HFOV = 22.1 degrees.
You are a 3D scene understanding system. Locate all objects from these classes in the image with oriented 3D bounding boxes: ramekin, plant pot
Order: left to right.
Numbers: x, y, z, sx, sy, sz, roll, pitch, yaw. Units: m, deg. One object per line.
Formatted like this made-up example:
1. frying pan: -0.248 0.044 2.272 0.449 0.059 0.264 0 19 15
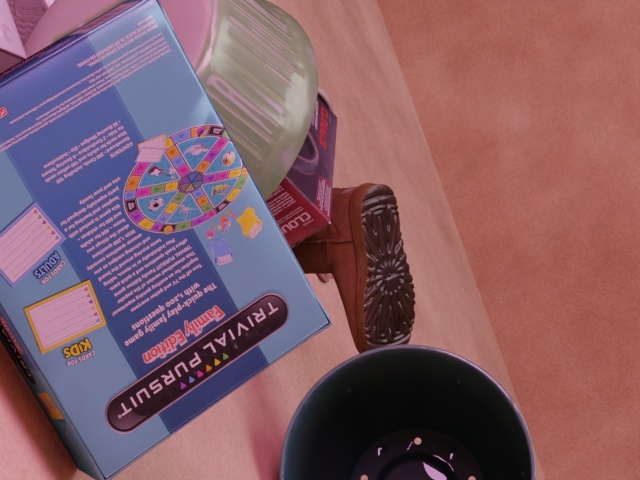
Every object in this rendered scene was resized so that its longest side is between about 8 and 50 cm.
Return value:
1. ramekin: -0.167 -0.145 1.615 0.148 0.303 0.303 40 28 -46
2. plant pot: 0.110 0.292 1.965 0.235 0.293 0.293 68 2 -73

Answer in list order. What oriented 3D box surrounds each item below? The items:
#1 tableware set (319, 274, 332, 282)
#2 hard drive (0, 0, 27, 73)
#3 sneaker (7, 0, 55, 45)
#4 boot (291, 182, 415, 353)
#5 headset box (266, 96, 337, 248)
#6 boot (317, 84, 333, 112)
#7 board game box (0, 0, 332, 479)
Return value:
1. tableware set: 0.000 0.000 2.582 0.141 0.020 0.168 67 14 8
2. hard drive: -0.391 -0.319 1.568 0.308 0.040 0.203 68 17 14
3. sneaker: -0.318 -0.322 1.754 0.151 0.094 0.256 -44 117 -72
4. boot: -0.005 0.034 2.064 0.089 0.269 0.236 -5 94 -41
5. headset box: -0.094 -0.132 1.899 0.293 0.110 0.218 46 28 -27
6. boot: -0.064 -0.298 2.725 0.244 0.088 0.176 44 24 -50
7. board game box: -0.178 -0.003 1.413 0.336 0.253 0.079 62 -22 -16
